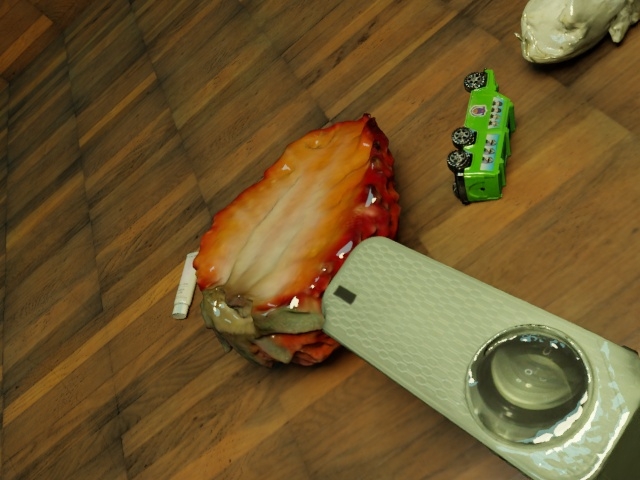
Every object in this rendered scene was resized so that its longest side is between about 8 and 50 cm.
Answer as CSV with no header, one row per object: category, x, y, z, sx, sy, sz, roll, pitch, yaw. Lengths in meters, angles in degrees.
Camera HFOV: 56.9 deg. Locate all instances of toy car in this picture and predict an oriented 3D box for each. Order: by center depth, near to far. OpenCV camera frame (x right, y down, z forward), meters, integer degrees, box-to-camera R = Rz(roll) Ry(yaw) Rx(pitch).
toy car,0.195,-0.125,0.702,0.063,0.071,0.165,6,64,23

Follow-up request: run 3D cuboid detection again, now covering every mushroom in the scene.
mushroom,0.354,-0.304,0.686,0.278,0.096,0.099,-34,48,9

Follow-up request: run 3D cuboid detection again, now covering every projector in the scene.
projector,0.143,0.110,0.487,0.250,0.198,0.108,29,81,45

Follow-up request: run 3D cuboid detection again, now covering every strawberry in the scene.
strawberry,0.000,0.000,0.721,0.265,0.149,0.336,-2,50,44

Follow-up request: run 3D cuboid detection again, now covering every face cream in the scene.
face cream,-0.203,0.065,0.903,0.038,0.020,0.115,-13,51,31
